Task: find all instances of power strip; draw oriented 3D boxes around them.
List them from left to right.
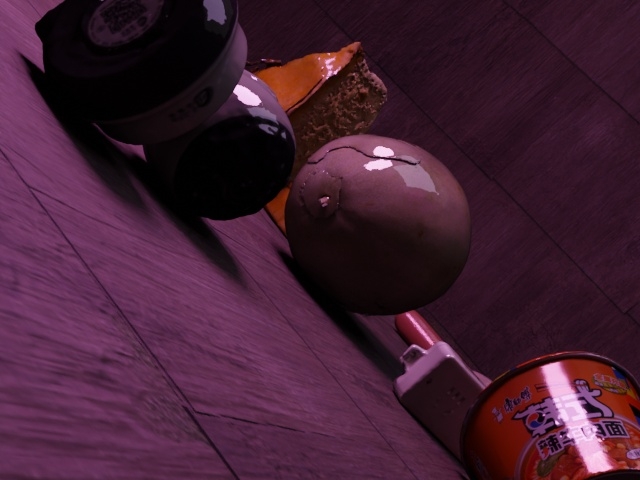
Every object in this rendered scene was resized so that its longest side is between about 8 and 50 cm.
[{"bbox_3d":[0.228,0.268,1.410,0.338,0.098,0.058,46,5,-22],"label":"power strip"}]

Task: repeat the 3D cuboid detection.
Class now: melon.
[{"bbox_3d":[0.084,-0.021,1.528,0.268,0.268,0.330,50,10,30],"label":"melon"}]

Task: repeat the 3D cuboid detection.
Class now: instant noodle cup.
[{"bbox_3d":[0.310,0.289,1.230,0.250,0.250,0.192,45,14,-26],"label":"instant noodle cup"}]

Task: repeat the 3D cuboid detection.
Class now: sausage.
[{"bbox_3d":[0.216,0.210,2.134,0.154,0.062,0.062,50,5,24],"label":"sausage"}]

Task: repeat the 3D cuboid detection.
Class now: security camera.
[{"bbox_3d":[-0.134,-0.138,1.044,0.191,0.197,0.277,51,-3,39],"label":"security camera"}]

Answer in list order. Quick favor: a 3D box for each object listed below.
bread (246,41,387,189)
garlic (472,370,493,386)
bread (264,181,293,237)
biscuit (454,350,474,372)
[{"bbox_3d":[-0.074,-0.249,1.896,0.279,0.315,0.248,41,-2,39],"label":"bread"},{"bbox_3d":[0.338,0.335,2.101,0.195,0.087,0.101,44,-9,-5],"label":"garlic"},{"bbox_3d":[0.000,0.000,1.840,0.236,0.070,0.236,47,5,-6],"label":"bread"},{"bbox_3d":[0.346,0.381,1.819,0.394,0.076,0.368,49,3,-28],"label":"biscuit"}]
